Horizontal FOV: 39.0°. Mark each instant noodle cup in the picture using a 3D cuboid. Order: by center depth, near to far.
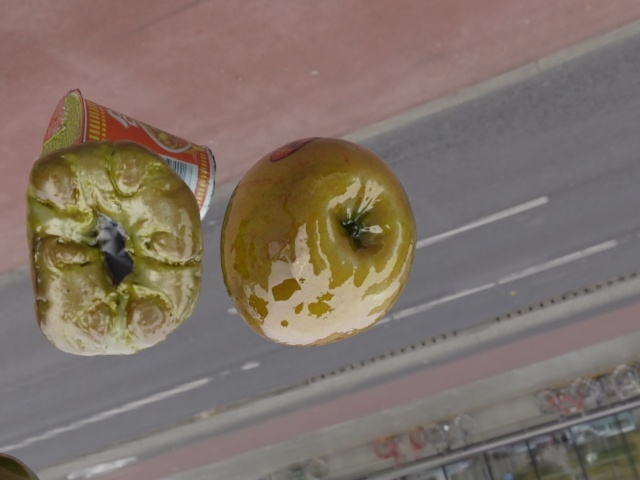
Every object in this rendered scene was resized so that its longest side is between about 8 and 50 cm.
[{"bbox_3d":[-0.270,-0.098,1.284,0.212,0.193,0.193,13,150,-33],"label":"instant noodle cup"}]

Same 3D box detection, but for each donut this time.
[{"bbox_3d":[-0.248,0.009,1.105,0.208,0.261,0.128,0,-176,-9],"label":"donut"}]

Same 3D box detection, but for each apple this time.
[{"bbox_3d":[0.000,0.000,0.793,0.182,0.182,0.155,-3,170,-36],"label":"apple"}]

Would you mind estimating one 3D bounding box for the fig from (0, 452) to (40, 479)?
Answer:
[{"bbox_3d":[-0.276,0.283,0.828,0.149,0.149,0.245,-22,140,19],"label":"fig"}]
